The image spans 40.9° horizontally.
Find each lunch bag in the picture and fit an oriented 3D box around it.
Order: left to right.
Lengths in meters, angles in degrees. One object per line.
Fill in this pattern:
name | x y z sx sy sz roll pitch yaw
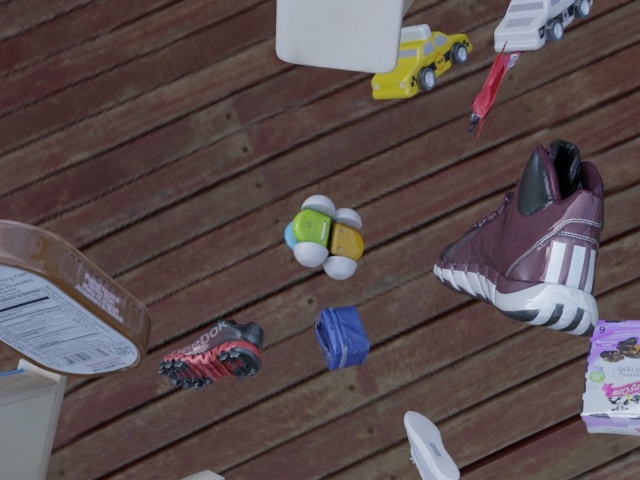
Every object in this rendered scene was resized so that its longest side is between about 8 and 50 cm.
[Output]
lunch bag | 0.028 0.149 1.346 0.065 0.067 0.098 -6 51 -18

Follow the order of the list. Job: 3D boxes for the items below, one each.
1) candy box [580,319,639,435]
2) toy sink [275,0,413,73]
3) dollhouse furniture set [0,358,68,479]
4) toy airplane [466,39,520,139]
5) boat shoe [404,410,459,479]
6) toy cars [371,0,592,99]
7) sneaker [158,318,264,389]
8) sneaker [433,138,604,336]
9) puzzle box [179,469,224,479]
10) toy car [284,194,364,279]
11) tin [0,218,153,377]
candy box | 0.552 0.238 1.494 0.164 0.070 0.196 -3 51 30
toy sink | 0.038 -0.338 1.032 0.152 0.131 0.234 8 119 11
dollhouse furniture set | -0.417 0.191 0.726 0.303 0.198 0.287 16 95 21
toy airplane | 0.230 -0.207 1.151 0.028 0.151 0.151 26 78 8
boat shoe | 0.186 0.376 1.505 0.063 0.066 0.184 -64 32 21
toy cars | 0.254 -0.337 1.373 0.393 0.176 0.087 -21 116 3
sneaker | -0.229 0.240 1.852 0.276 0.098 0.135 -17 35 31
sneaker | 0.198 -0.014 0.815 0.106 0.281 0.163 13 94 -12
puzzle box | -0.257 0.592 1.326 0.052 0.272 0.409 7 103 44
toy car | 0.000 0.000 1.890 0.182 0.136 0.159 24 62 -30
tin | -0.203 0.050 0.641 0.106 0.190 0.040 -19 51 18
